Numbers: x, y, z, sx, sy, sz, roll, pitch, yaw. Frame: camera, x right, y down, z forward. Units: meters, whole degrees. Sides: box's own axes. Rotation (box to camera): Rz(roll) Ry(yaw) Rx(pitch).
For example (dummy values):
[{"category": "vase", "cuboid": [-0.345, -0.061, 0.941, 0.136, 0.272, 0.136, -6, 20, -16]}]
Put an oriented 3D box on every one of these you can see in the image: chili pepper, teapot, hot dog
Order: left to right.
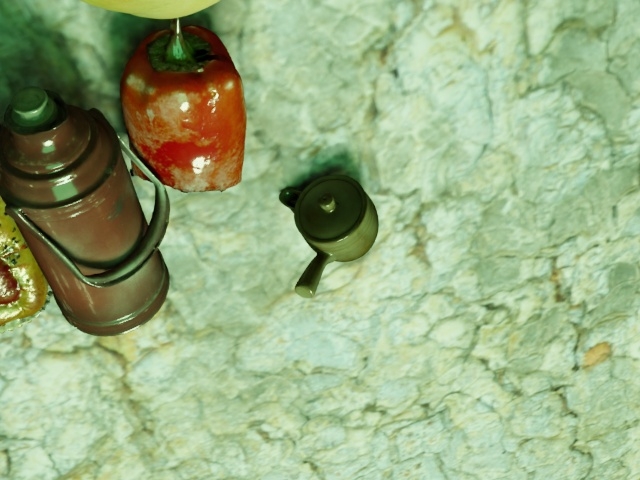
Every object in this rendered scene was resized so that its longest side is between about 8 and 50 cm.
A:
[{"category": "hot dog", "cuboid": [-0.278, 0.004, 0.790, 0.108, 0.059, 0.191, -22, 133, -9]}, {"category": "chili pepper", "cuboid": [-0.099, -0.111, 0.736, 0.086, 0.084, 0.192, -32, 145, -32]}, {"category": "teapot", "cuboid": [0.000, 0.000, 0.873, 0.085, 0.110, 0.080, 12, 160, 26]}]

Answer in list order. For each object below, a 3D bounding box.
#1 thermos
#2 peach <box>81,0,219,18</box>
[{"category": "thermos", "cuboid": [-0.182, -0.028, 0.745, 0.099, 0.124, 0.232, -54, 156, -26]}, {"category": "peach", "cuboid": [-0.096, -0.219, 0.572, 0.184, 0.184, 0.184, -11, 134, -12]}]
